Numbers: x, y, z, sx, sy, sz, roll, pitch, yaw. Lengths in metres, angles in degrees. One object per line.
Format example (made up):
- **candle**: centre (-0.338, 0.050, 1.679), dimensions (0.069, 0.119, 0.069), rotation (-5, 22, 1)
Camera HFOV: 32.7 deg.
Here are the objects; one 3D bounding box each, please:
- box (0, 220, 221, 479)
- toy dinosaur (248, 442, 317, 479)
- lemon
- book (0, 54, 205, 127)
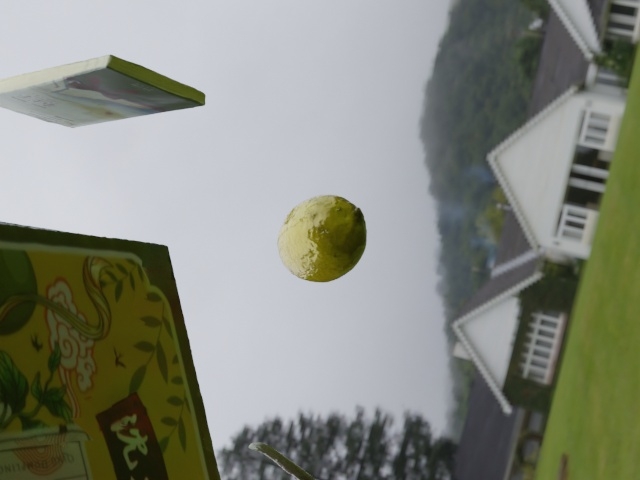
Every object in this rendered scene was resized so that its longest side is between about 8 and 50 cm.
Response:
- **box**: centre (-0.222, 0.173, 0.633), dimensions (0.420, 0.138, 0.373), rotation (10, -120, -59)
- **toy dinosaur**: centre (0.059, 0.302, 1.089), dimensions (0.199, 0.072, 0.251), rotation (8, -127, -46)
- **lemon**: centre (0.000, 0.000, 1.048), dimensions (0.110, 0.082, 0.082), rotation (-39, 21, 54)
- **book**: centre (-0.338, -0.214, 1.597), dimensions (0.201, 0.289, 0.026), rotation (14, -106, -52)
